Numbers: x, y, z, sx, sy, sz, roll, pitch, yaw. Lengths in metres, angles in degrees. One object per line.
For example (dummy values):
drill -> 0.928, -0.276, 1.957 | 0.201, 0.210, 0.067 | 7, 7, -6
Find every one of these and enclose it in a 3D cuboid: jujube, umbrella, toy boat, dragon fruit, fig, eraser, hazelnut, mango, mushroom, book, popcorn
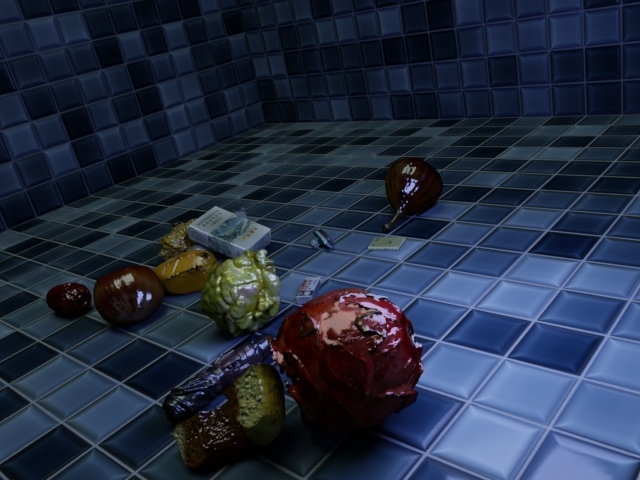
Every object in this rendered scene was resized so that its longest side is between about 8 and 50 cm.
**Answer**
jujube -> -0.863, 0.196, 2.028 | 0.176, 0.109, 0.112 | 1, -8, 36
umbrella -> -0.235, 0.320, 1.426 | 0.094, 0.090, 0.326 | 6, 28, 44
toy boat -> 0.000, 0.000, 2.114 | 0.066, 0.059, 0.140 | -42, 27, -1
dragon fruit -> 0.050, 0.240, 1.196 | 0.302, 0.295, 0.295 | -18, 20, 15
fig -> 0.312, -0.147, 2.190 | 0.217, 0.217, 0.320 | 7, 57, 39
eraser -> -0.035, 0.151, 1.800 | 0.052, 0.029, 0.122 | -4, 24, 18
hazelnut -> -0.604, 0.178, 1.882 | 0.212, 0.180, 0.181 | -20, -5, -20
mango -> -0.465, 0.110, 2.005 | 0.252, 0.126, 0.153 | -14, 34, 17
mushroom -> -0.395, -0.021, 2.316 | 0.110, 0.097, 0.351 | 2, 29, 26
book -> 0.225, 0.011, 2.015 | 0.111, 0.014, 0.077 | 0, 27, 28
popcorn -> -0.212, 0.151, 1.659 | 0.259, 0.212, 0.259 | -25, -15, -7

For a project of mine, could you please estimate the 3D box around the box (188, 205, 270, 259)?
box -> -0.336, -0.024, 2.197 | 0.257, 0.069, 0.164 | 22, 39, 19

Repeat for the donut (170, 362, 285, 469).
donut -> -0.158, 0.373, 1.203 | 0.295, 0.151, 0.112 | -39, 48, 26

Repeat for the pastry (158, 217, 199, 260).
pastry -> -0.538, -0.009, 2.349 | 0.154, 0.102, 0.250 | -5, 26, 21
